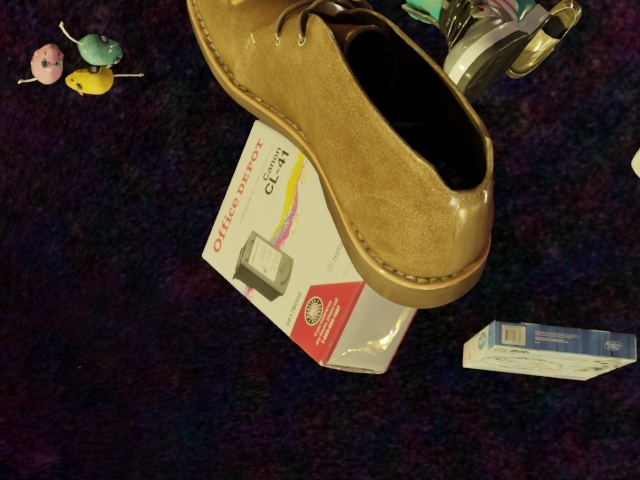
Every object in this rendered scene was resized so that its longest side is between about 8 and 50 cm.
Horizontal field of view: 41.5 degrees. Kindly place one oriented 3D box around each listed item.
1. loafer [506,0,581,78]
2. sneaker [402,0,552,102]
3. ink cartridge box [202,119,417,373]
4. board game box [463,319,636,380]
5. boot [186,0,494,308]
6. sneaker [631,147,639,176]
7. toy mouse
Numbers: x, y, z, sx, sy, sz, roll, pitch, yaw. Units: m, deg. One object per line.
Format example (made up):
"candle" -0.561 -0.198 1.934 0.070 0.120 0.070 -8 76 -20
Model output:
"loafer" 0.338 -0.312 1.296 0.056 0.148 0.050 42 16 4
"sneaker" 0.166 -0.278 1.012 0.178 0.124 0.295 41 33 4
"ink cartridge box" 0.000 0.000 1.111 0.131 0.306 0.226 12 106 -44
"board game box" 0.149 0.074 0.565 0.090 0.090 0.020 6 72 -2
"boot" 0.008 -0.112 0.498 0.112 0.115 0.305 -25 61 -16
"sneaker" 0.412 -0.130 0.786 0.094 0.256 0.151 38 66 -9
"toy mouse" -0.314 -0.227 1.084 0.161 0.143 0.031 -10 71 -9
